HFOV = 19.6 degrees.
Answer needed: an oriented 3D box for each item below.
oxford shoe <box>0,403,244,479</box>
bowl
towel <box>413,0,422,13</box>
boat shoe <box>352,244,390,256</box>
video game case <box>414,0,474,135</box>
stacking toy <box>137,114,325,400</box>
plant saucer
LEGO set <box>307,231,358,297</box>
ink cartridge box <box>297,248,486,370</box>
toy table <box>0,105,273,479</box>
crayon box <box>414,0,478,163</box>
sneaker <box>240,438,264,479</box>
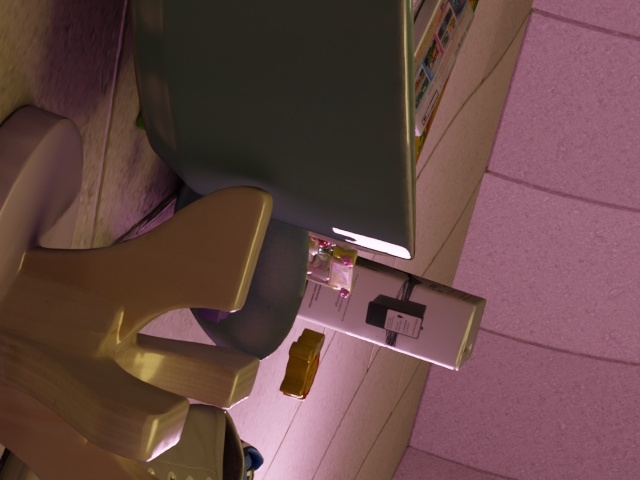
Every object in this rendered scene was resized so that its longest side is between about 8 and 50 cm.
[{"bbox_3d":[-0.146,0.195,1.341,0.449,0.130,0.169,-28,139,-78],"label":"oxford shoe"},{"bbox_3d":[-0.024,-0.140,1.138,0.311,0.163,0.311,-2,90,-87],"label":"bowl"},{"bbox_3d":[0.141,-0.368,1.884,0.312,0.056,0.324,-63,177,-12],"label":"towel"},{"bbox_3d":[0.073,-0.040,2.348,0.258,0.095,0.084,-78,-179,-78],"label":"boat shoe"},{"bbox_3d":[0.121,-0.207,2.009,0.157,0.019,0.143,-65,161,-10],"label":"video game case"},{"bbox_3d":[-0.062,-0.006,1.334,0.052,0.167,0.221,-49,156,-66],"label":"stacking toy"},{"bbox_3d":[-0.074,-0.001,1.427,0.037,0.195,0.195,-2,120,-32],"label":"plant saucer"},{"bbox_3d":[0.000,0.000,1.897,0.287,0.107,0.132,66,44,-77],"label":"LEGO set"},{"bbox_3d":[0.092,0.083,2.289,0.153,0.208,0.086,-10,118,-80],"label":"ink cartridge box"},{"bbox_3d":[-0.138,0.075,1.080,0.252,0.161,0.274,-45,152,-70],"label":"toy table"},{"bbox_3d":[0.107,-0.215,2.180,0.202,0.081,0.318,75,36,-75],"label":"crayon box"},{"bbox_3d":[-0.103,0.245,1.945,0.144,0.059,0.053,-49,159,-64],"label":"sneaker"}]
